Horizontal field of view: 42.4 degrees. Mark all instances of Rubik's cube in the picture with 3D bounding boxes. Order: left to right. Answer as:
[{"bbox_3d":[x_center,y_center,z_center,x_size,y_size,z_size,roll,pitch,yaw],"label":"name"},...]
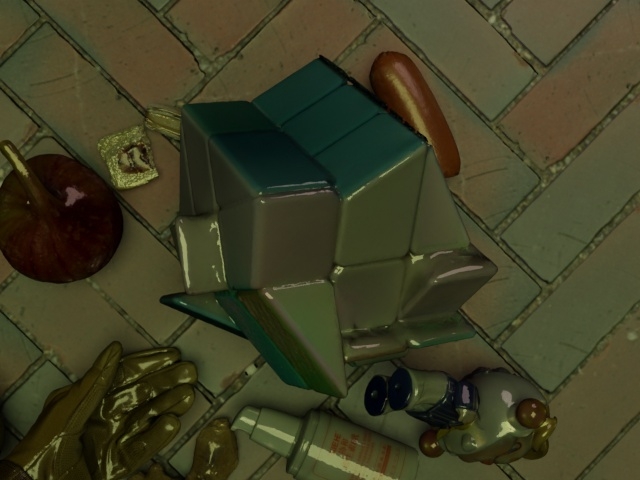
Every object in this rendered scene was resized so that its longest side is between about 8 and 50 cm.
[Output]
[{"bbox_3d":[0.000,0.000,0.989,0.358,0.387,0.368,-8,123,-22],"label":"Rubik's cube"}]

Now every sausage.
[{"bbox_3d":[0.129,-0.170,1.140,0.076,0.076,0.197,-26,90,-2],"label":"sausage"}]

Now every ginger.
[{"bbox_3d":[-0.197,0.334,1.133,0.133,0.059,0.214,26,90,-6],"label":"ginger"}]

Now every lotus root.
[{"bbox_3d":[-0.203,-0.164,1.149,0.083,0.030,0.037,20,120,1],"label":"lotus root"}]

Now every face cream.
[{"bbox_3d":[0.001,0.283,1.120,0.252,0.101,0.101,23,89,-2],"label":"face cream"}]

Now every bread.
[{"bbox_3d":[-0.267,-0.114,1.144,0.070,0.035,0.083,-17,93,-1],"label":"bread"}]

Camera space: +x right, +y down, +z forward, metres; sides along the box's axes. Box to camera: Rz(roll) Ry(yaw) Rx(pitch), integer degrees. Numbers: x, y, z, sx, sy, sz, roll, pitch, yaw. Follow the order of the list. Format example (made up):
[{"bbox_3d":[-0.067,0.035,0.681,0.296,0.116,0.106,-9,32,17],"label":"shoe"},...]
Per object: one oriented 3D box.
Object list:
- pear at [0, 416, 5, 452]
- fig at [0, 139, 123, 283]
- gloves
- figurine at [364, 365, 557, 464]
[{"bbox_3d":[-0.498,0.254,1.085,0.167,0.136,0.167,0,93,0],"label":"pear"},{"bbox_3d":[-0.342,-0.031,1.056,0.175,0.207,0.175,1,84,-11],"label":"fig"},{"bbox_3d":[-0.300,0.256,1.073,0.154,0.141,0.331,47,54,-1],"label":"gloves"},{"bbox_3d":[0.178,0.222,1.080,0.274,0.194,0.133,9,58,-15],"label":"figurine"}]
